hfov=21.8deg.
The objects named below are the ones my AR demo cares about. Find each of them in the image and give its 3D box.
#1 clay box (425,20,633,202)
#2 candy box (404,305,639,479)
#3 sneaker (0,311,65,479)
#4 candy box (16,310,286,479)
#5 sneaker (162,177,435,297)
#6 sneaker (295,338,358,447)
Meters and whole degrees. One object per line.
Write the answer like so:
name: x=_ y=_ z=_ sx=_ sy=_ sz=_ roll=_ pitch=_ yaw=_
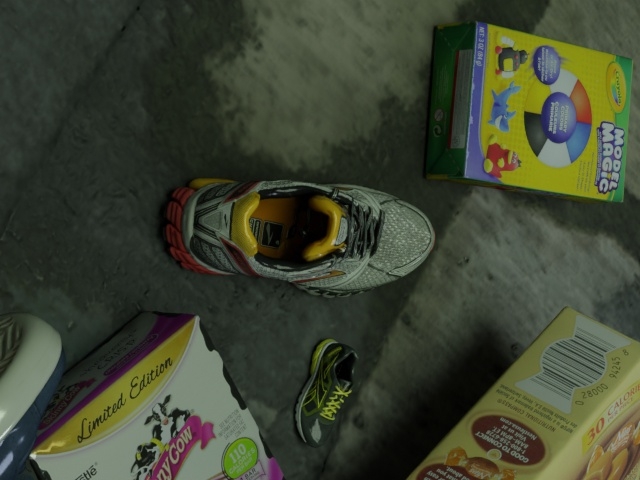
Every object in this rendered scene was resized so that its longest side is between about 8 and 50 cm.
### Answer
clay box: x=0.188 y=-0.102 z=1.387 sx=0.222 sy=0.053 sz=0.127 roll=6 pitch=88 yaw=-38
candy box: x=0.134 y=0.220 z=1.283 sx=0.316 sy=0.087 sz=0.183 roll=-42 pitch=144 yaw=-30
sneaker: x=-0.239 y=0.213 z=1.004 sx=0.148 sy=0.131 sz=0.350 roll=40 pitch=76 yaw=-31
candy box: x=-0.105 y=0.187 z=1.142 sx=0.159 sy=0.071 sz=0.233 roll=-41 pitch=114 yaw=-31
sneaker: x=0.000 y=0.000 z=1.211 sx=0.225 sy=0.092 sz=0.088 roll=1 pitch=90 yaw=-40
sneaker: x=0.006 y=0.115 z=1.253 sx=0.031 sy=0.035 sz=0.083 roll=17 pitch=80 yaw=-37
